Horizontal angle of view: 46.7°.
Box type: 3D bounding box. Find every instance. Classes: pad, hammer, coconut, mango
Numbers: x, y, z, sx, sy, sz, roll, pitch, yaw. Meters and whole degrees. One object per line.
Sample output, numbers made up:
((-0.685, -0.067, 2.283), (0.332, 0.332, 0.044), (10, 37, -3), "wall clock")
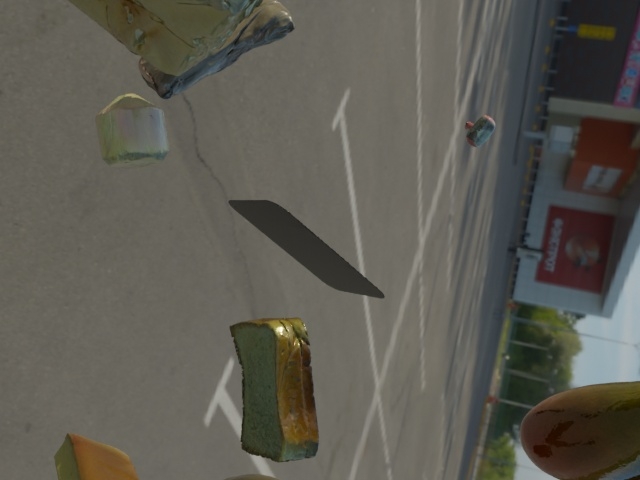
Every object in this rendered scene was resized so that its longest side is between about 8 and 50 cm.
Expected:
((0.000, 0.001, 1.645), (0.375, 0.315, 0.063), (40, 73, -29), "pad")
((0.248, -0.178, 1.184), (0.052, 0.031, 0.083), (-49, -164, 9), "hammer")
((-0.318, -0.187, 1.246), (0.116, 0.116, 0.122), (3, 80, -75), "coconut")
((0.363, 0.237, 0.920), (0.289, 0.146, 0.129), (125, -31, -60), "mango")

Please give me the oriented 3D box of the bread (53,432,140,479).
((-0.356, 0.455, 1.244), (0.138, 0.361, 0.077), (35, 88, -30), "bread")

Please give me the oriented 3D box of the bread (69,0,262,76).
((-0.190, -0.454, 0.936), (0.371, 0.390, 0.279), (-58, -173, -22), "bread")

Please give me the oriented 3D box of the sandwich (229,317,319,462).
((-0.074, 0.228, 1.149), (0.186, 0.065, 0.214), (-12, -98, 62), "sandwich")

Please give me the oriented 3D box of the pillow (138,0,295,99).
((-0.165, -0.317, 1.183), (0.270, 0.173, 0.067), (-32, 129, -13), "pillow")

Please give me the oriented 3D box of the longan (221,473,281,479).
((-0.126, 0.564, 1.332), (0.297, 0.297, 0.297), (11, 90, -75), "longan")
